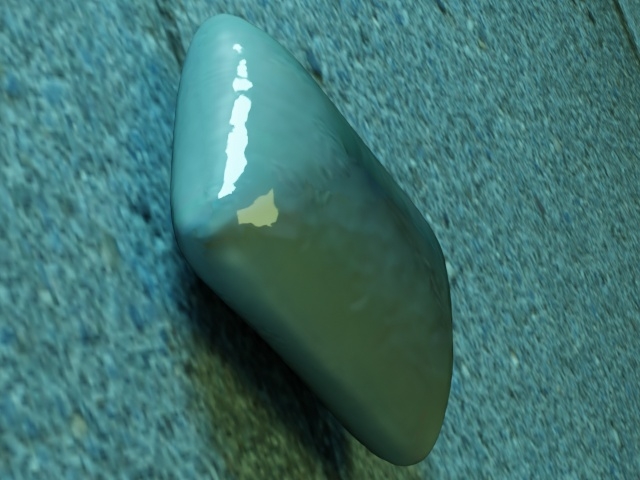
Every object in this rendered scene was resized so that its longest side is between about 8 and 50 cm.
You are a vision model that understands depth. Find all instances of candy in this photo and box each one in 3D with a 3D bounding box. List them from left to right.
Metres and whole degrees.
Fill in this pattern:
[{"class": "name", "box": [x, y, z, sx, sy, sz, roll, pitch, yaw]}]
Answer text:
[{"class": "candy", "box": [0.000, 0.000, 0.805, 0.174, 0.071, 0.138, 50, 27, -38]}]
